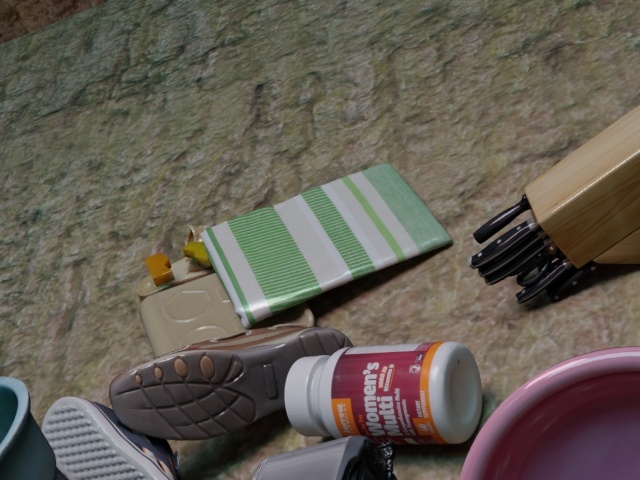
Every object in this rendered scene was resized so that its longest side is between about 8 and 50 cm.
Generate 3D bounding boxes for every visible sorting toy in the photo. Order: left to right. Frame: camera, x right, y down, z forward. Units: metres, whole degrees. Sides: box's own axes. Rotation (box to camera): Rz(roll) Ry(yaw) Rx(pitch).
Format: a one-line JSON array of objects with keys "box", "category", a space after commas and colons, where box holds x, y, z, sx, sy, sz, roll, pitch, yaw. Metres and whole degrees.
[{"box": [-0.155, 0.093, 1.817, 0.229, 0.041, 0.307, -23, 36, -8], "category": "sorting toy"}]

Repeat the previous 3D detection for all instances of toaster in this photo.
[{"box": [-0.003, 0.314, 1.353, 0.146, 0.129, 0.227, -14, 37, 26], "category": "toaster"}]

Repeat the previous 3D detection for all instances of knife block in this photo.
[{"box": [0.312, -0.050, 1.514, 0.242, 0.276, 0.088, 1, 34, -7], "category": "knife block"}]

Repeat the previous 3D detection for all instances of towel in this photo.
[{"box": [0.000, 0.000, 1.813, 0.324, 0.038, 0.248, -21, 36, -8], "category": "towel"}]

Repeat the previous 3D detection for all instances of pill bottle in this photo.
[{"box": [0.074, 0.187, 1.471, 0.221, 0.121, 0.121, -7, 39, 31], "category": "pill bottle"}]

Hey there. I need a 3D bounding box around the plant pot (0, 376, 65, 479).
[{"box": [-0.370, 0.384, 1.308, 0.341, 0.334, 0.341, -26, 21, 11], "category": "plant pot"}]

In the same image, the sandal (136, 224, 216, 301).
[{"box": [-0.202, 0.015, 1.960, 0.240, 0.079, 0.088, -29, 32, 1], "category": "sandal"}]

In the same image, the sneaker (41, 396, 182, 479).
[{"box": [-0.220, 0.321, 1.517, 0.126, 0.127, 0.321, -48, 56, 11], "category": "sneaker"}]

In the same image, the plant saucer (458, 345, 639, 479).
[{"box": [0.286, 0.256, 1.065, 0.332, 0.332, 0.084, -18, -5, 18], "category": "plant saucer"}]

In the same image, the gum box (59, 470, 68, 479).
[{"box": [-0.394, 0.349, 1.624, 0.188, 0.107, 0.062, -30, 33, -1], "category": "gum box"}]

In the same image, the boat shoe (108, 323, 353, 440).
[{"box": [-0.118, 0.180, 1.591, 0.324, 0.123, 0.116, -7, 11, -18], "category": "boat shoe"}]
